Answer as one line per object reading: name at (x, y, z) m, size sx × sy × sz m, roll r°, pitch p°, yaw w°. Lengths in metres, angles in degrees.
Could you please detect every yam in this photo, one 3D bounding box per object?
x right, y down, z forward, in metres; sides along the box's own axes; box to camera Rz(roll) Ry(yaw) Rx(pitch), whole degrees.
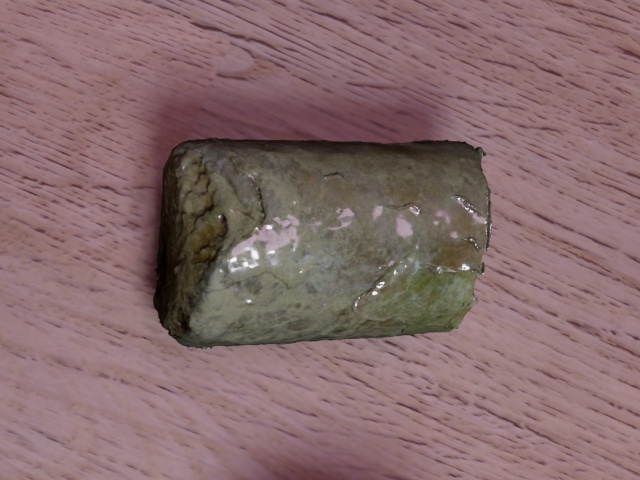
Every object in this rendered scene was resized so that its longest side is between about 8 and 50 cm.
yam at (0.000, 0.000, 1.433) m, size 0.300 × 0.195 × 0.195 m, roll -2°, pitch 75°, yaw -16°
